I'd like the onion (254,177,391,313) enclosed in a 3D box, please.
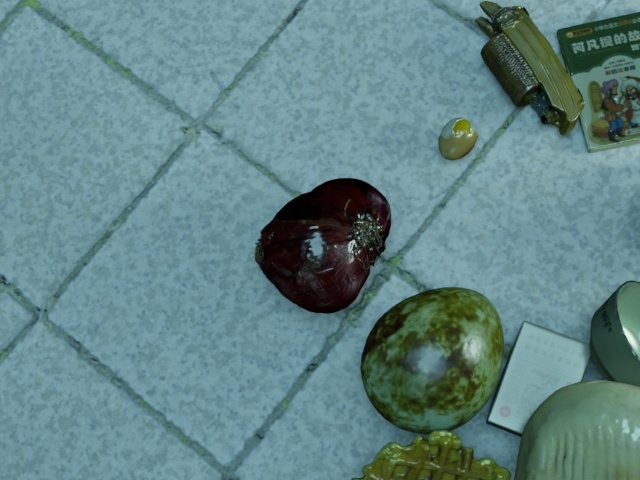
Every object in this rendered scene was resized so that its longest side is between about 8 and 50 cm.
[{"bbox_3d":[0.014,-0.002,1.862,0.281,0.281,0.221,-44,118,-6],"label":"onion"}]

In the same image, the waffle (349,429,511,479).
[{"bbox_3d":[0.180,0.472,1.725,0.282,0.058,0.300,38,100,-13],"label":"waffle"}]

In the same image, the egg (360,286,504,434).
[{"bbox_3d":[0.203,0.204,1.769,0.238,0.238,0.289,31,65,13],"label":"egg"}]

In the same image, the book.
[{"bbox_3d":[0.594,-0.315,1.965,0.202,0.027,0.264,-11,74,5],"label":"book"}]

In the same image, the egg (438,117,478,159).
[{"bbox_3d":[0.265,-0.197,1.951,0.071,0.071,0.083,37,85,14],"label":"egg"}]

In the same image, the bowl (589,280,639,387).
[{"bbox_3d":[0.556,0.188,1.770,0.112,0.211,0.211,-43,68,41],"label":"bowl"}]

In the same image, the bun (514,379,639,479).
[{"bbox_3d":[0.493,0.398,1.664,0.361,0.213,0.360,11,114,26],"label":"bun"}]

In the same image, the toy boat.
[{"bbox_3d":[0.399,-0.338,1.961,0.115,0.089,0.310,-25,73,-9],"label":"toy boat"}]

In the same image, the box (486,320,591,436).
[{"bbox_3d":[0.399,0.263,1.820,0.141,0.058,0.201,19,78,11],"label":"box"}]
